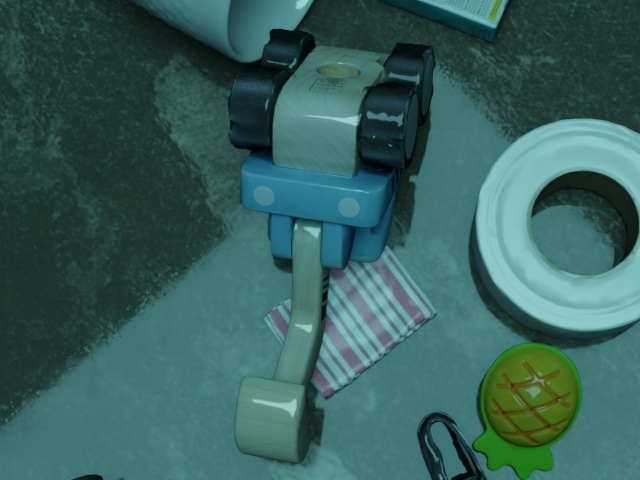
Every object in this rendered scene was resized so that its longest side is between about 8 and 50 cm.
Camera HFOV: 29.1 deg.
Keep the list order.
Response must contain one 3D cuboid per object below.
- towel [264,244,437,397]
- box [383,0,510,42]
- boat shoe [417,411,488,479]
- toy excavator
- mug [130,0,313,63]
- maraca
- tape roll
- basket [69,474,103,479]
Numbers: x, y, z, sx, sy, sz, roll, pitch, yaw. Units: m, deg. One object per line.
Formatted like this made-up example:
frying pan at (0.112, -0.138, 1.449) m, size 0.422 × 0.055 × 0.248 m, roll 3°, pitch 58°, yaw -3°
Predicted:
towel at (0.040, 0.099, 1.661) m, size 0.197 × 0.029 × 0.144 m, roll -37°, pitch 79°, yaw -4°
box at (0.149, -0.372, 1.737) m, size 0.244 × 0.060 × 0.100 m, roll 23°, pitch 80°, yaw 8°
boat shoe at (0.181, 0.318, 1.587) m, size 0.075 × 0.065 × 0.206 m, roll -23°, pitch 78°, yaw -1°
toy excavator at (0.000, 0.000, 1.578) m, size 0.222 × 0.433 × 0.445 m, roll 7°, pitch 119°, yaw 12°
mug at (-0.153, -0.462, 1.693) m, size 0.328 × 0.276 × 0.374 m, roll 30°, pitch 51°, yaw 16°
maraca at (0.265, 0.220, 1.590) m, size 0.127 × 0.099 × 0.186 m, roll 16°, pitch 106°, yaw 9°
tape roll at (0.344, -0.013, 1.630) m, size 0.286 × 0.100 × 0.286 m, roll -1°, pitch 77°, yaw 3°
basket at (-0.299, 0.438, 1.526) m, size 0.204 × 0.154 × 0.227 m, roll -30°, pitch 68°, yaw -22°
